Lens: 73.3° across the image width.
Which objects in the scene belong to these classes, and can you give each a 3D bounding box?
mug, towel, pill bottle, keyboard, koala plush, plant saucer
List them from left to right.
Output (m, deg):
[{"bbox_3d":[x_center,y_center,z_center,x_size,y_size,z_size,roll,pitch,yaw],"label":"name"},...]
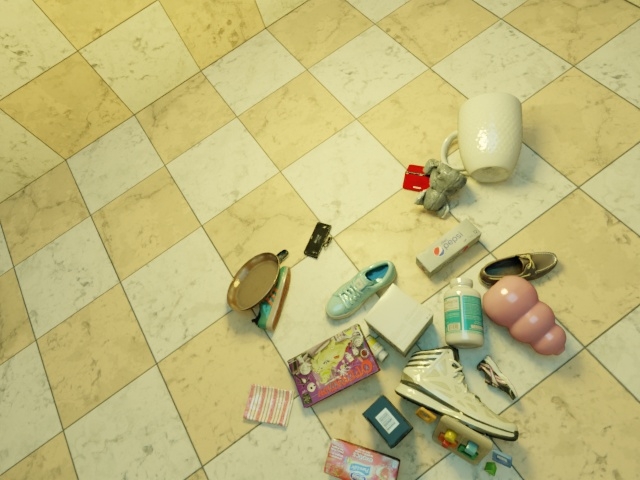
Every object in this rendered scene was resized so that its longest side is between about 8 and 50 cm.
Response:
[{"bbox_3d":[-0.296,0.192,1.950,0.310,0.050,0.311,-26,38,23],"label":"plant saucer"},{"bbox_3d":[-0.215,0.681,1.781,0.197,0.029,0.144,5,68,15],"label":"towel"},{"bbox_3d":[0.000,0.000,2.047,0.108,0.023,0.180,16,71,26],"label":"keyboard"},{"bbox_3d":[0.221,0.444,1.767,0.116,0.065,0.065,39,79,25],"label":"pill bottle"},{"bbox_3d":[0.533,-0.226,1.936,0.196,0.203,0.221,29,103,-11],"label":"koala plush"},{"bbox_3d":[0.568,0.287,1.714,0.146,0.146,0.264,0,66,13],"label":"pill bottle"},{"bbox_3d":[0.725,-0.439,1.966,0.374,0.276,0.328,-10,68,41],"label":"mug"}]

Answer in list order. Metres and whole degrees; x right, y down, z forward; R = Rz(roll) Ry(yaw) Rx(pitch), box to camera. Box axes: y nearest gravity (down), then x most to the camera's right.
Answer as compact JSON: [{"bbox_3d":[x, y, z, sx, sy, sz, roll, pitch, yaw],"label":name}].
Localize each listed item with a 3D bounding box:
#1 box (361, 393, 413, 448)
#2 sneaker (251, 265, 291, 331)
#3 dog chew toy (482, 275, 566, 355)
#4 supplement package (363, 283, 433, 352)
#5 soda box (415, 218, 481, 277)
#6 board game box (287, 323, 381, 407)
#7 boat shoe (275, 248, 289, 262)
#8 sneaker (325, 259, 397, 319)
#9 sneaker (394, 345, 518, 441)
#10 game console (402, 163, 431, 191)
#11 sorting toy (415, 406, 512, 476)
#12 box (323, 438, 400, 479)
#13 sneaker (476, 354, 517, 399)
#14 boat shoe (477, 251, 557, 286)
[{"bbox_3d":[0.251,0.665,1.580,0.108,0.207,0.153,-42,63,-7],"label":"box"},{"bbox_3d":[-0.223,0.248,1.936,0.121,0.108,0.302,13,71,14],"label":"sneaker"},{"bbox_3d":[0.785,0.295,1.640,0.206,0.206,0.332,-39,72,-6],"label":"dog chew toy"},{"bbox_3d":[0.319,0.326,1.751,0.203,0.149,0.194,37,79,25],"label":"supplement package"},{"bbox_3d":[0.552,0.034,1.863,0.286,0.091,0.098,-37,65,-5],"label":"soda box"},{"bbox_3d":[0.048,0.510,1.752,0.346,0.056,0.208,-31,66,11],"label":"board game box"},{"bbox_3d":[-0.210,0.092,2.042,0.142,0.040,0.049,-41,64,-7],"label":"boat shoe"},{"bbox_3d":[0.164,0.195,1.847,0.366,0.150,0.135,-38,63,-6],"label":"sneaker"},{"bbox_3d":[0.525,0.541,1.594,0.447,0.169,0.258,19,73,23],"label":"sneaker"},{"bbox_3d":[0.481,-0.299,2.076,0.144,0.085,0.124,13,101,19],"label":"game console"},{"bbox_3d":[0.487,0.716,1.514,0.347,0.196,0.047,25,50,22],"label":"sorting toy"},{"bbox_3d":[0.154,0.825,1.574,0.256,0.128,0.123,11,69,17],"label":"box"},{"bbox_3d":[0.667,0.531,1.633,0.077,0.072,0.178,-39,55,7],"label":"sneaker"},{"bbox_3d":[0.816,0.109,1.764,0.324,0.097,0.117,-14,63,7],"label":"boat shoe"}]
